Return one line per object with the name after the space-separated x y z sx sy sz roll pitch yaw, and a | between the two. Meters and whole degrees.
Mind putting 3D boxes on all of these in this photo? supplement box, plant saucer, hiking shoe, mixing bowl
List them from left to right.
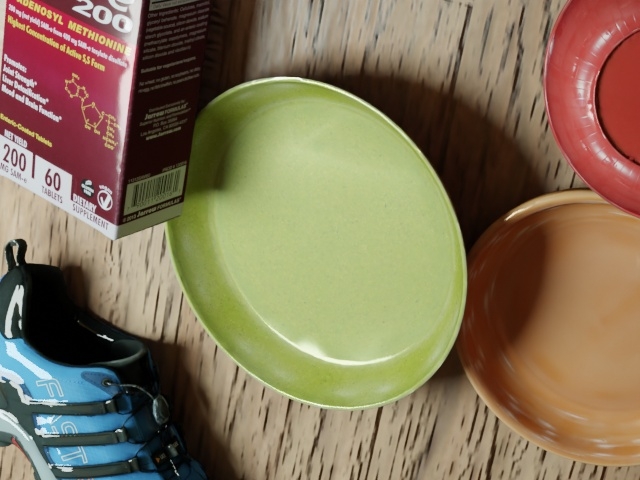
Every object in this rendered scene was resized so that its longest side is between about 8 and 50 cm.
-0.146 -0.137 1.105 0.130 0.073 0.239 27 121 31 | supplement box
-0.155 0.145 1.228 0.304 0.113 0.132 40 122 2 | hiking shoe
0.000 0.000 1.127 0.241 0.037 0.241 13 117 28 | plant saucer
0.187 0.055 1.090 0.200 0.037 0.200 8 114 19 | plant saucer
0.210 -0.087 0.961 0.181 0.098 0.182 4 103 19 | mixing bowl
